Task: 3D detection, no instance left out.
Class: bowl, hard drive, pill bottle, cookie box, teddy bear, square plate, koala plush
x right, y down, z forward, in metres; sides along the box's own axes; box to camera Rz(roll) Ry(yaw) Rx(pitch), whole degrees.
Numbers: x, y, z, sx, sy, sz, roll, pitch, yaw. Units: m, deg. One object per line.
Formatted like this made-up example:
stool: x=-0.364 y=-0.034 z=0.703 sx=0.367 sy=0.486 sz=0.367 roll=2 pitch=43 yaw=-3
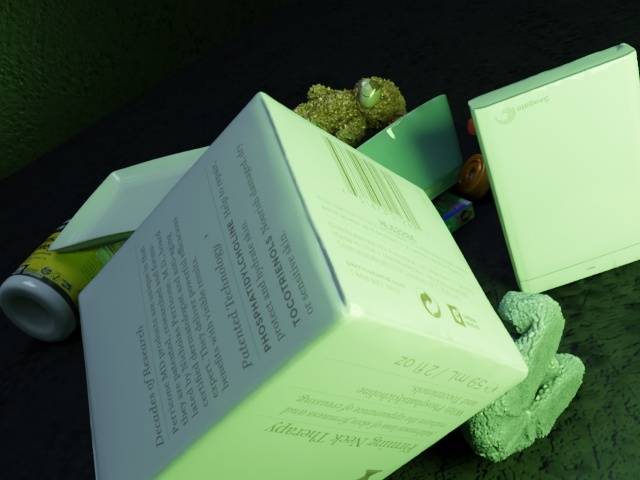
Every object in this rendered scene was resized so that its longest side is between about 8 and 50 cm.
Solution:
bowl: x=0.168 y=-0.143 z=1.420 sx=0.311 sy=0.163 sz=0.311 roll=-33 pitch=-1 yaw=-1
hard drive: x=0.384 y=-0.092 z=1.062 sx=0.232 sy=0.353 sz=0.047 roll=-19 pitch=30 yaw=8
pill bottle: x=-0.592 y=0.067 z=1.663 sx=0.187 sy=0.188 sz=0.334 roll=-7 pitch=34 yaw=27
cookie box: x=0.244 y=-0.048 z=1.404 sx=0.107 sy=0.040 sz=0.092 roll=-34 pitch=32 yaw=-15
teddy bear: x=0.020 y=-0.277 z=1.541 sx=0.337 sy=0.113 sz=0.245 roll=-8 pitch=35 yaw=21
square plate: x=-0.413 y=-0.094 z=1.614 sx=0.347 sy=0.049 sz=0.344 roll=-11 pitch=33 yaw=21
koala plush: x=0.203 y=0.171 z=0.949 sx=0.221 sy=0.196 sz=0.203 roll=20 pitch=61 yaw=45

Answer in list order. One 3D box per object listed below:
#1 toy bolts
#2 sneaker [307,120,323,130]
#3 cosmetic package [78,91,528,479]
toy bolts: x=0.406 y=-0.183 z=1.463 sx=0.218 sy=0.158 sz=0.229 roll=-54 pitch=25 yaw=35
sneaker: x=-0.068 y=-0.058 z=1.298 sx=0.134 sy=0.344 sz=0.146 roll=11 pitch=6 yaw=-7
cosmetic package: x=-0.042 y=0.113 z=0.851 sx=0.393 sy=0.329 sz=0.328 roll=-44 pitch=47 yaw=24
